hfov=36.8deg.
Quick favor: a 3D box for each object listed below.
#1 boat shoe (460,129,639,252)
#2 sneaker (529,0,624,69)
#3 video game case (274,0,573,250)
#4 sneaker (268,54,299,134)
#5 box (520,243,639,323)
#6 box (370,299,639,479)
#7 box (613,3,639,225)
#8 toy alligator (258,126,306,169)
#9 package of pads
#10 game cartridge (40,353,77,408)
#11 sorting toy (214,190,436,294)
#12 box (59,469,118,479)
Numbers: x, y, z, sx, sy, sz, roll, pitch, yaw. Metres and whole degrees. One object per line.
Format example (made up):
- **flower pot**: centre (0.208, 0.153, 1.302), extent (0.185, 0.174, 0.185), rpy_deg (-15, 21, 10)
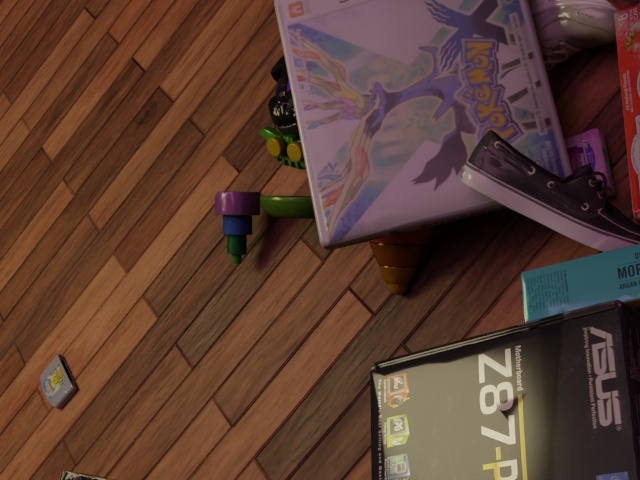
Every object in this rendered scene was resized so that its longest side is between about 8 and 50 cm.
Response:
- **boat shoe**: centre (0.266, -0.051, 1.032), extent (0.228, 0.080, 0.076), rpy_deg (27, 106, 11)
- **sneaker**: centre (0.260, -0.228, 1.189), extent (0.262, 0.099, 0.121), rpy_deg (1, 77, 47)
- **video game case**: centre (0.115, -0.180, 1.143), extent (0.299, 0.036, 0.329), rpy_deg (-14, 77, 12)
- **sneaker**: centre (0.008, -0.181, 1.336), extent (0.146, 0.102, 0.293), rpy_deg (-32, 43, 6)
- **box**: centre (0.338, 0.047, 0.978), extent (0.244, 0.100, 0.060), rpy_deg (-16, 61, 32)
- **box**: centre (0.195, 0.288, 0.958), extent (0.318, 0.097, 0.395), rpy_deg (-19, 58, 38)
- **box**: centre (0.394, -0.126, 1.000), extent (0.128, 0.122, 0.257), rpy_deg (-14, 61, 31)
- **toy alligator**: centre (-0.014, -0.123, 1.379), extent (0.189, 0.056, 0.051), rpy_deg (17, 125, 36)
- **package of pads**: centre (0.308, -0.083, 1.110), extent (0.050, 0.032, 0.083), rpy_deg (-20, 58, 29)
- **game cartridge**: centre (-0.425, 0.230, 1.553), extent (0.056, 0.017, 0.083), rpy_deg (-52, 47, 12)
- **sorting toy**: centre (0.000, 0.000, 1.284), extent (0.365, 0.127, 0.126), rpy_deg (3, 94, 37)
- **box**: centre (-0.209, 0.440, 1.193), extent (0.321, 0.079, 0.257), rpy_deg (4, 73, 25)
